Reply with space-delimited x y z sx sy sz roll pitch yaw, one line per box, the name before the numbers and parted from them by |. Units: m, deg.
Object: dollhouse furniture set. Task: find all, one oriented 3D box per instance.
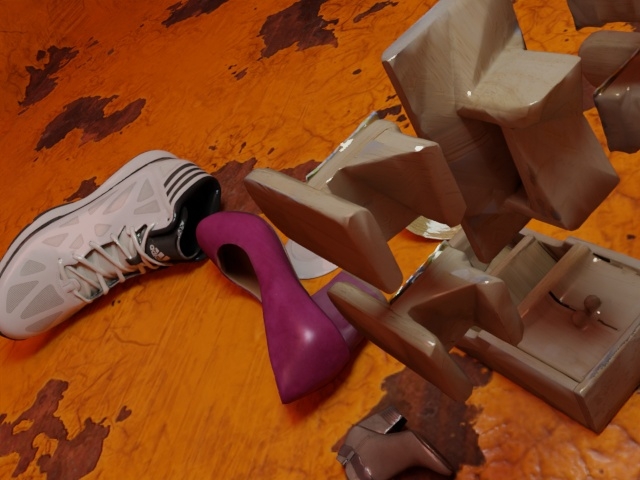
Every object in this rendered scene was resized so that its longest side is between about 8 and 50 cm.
dollhouse furniture set | 0.155 -0.043 0.633 0.362 0.394 0.256 -44 37 -14

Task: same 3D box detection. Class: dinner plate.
dinner plate | 0.000 0.000 1.026 0.141 0.017 0.141 -20 40 18

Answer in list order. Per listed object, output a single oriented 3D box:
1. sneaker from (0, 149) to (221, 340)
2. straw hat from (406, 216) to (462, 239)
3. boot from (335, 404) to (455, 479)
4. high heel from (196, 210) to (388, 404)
sneaker | -0.353 0.012 1.153 0.447 0.169 0.257 -46 36 -21
straw hat | 0.168 -0.069 0.932 0.144 0.144 0.061 -22 -5 16
boot | 0.071 0.227 0.696 0.087 0.042 0.118 -46 36 -5
high heel | -0.100 0.071 0.917 0.181 0.127 0.377 -40 38 -26
